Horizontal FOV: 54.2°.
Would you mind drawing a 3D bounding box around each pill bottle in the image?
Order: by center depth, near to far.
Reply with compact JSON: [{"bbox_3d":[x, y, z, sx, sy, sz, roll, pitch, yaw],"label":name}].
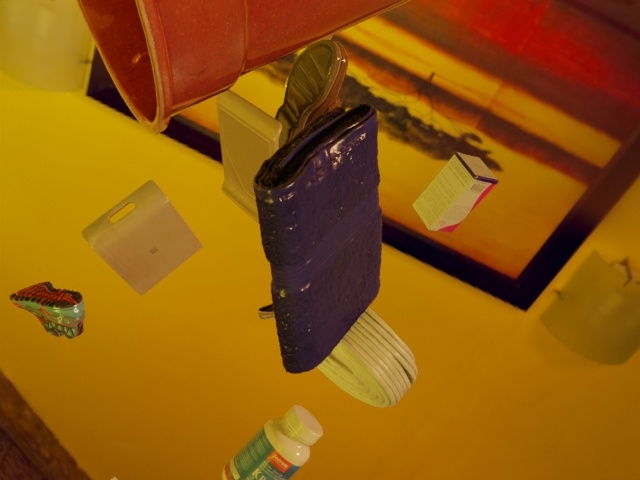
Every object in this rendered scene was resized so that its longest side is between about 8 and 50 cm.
[{"bbox_3d":[-0.102,0.473,1.385,0.124,0.221,0.124,42,-174,-5],"label":"pill bottle"}]

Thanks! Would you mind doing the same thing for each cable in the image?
[{"bbox_3d":[0.041,0.170,1.045,0.089,0.257,0.257,-47,-150,-18],"label":"cable"}]

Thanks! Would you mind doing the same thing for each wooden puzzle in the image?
[{"bbox_3d":[-0.140,-0.166,1.280,0.044,0.238,0.221,-20,-138,-32],"label":"wooden puzzle"}]

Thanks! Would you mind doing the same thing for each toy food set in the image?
[{"bbox_3d":[-0.463,-0.001,1.663,0.220,0.306,0.092,-39,-121,-10],"label":"toy food set"}]

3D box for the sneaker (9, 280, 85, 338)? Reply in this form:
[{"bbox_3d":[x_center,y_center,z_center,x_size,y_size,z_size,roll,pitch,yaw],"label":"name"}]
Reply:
[{"bbox_3d":[-0.685,0.184,1.566,0.262,0.125,0.104,10,-156,39],"label":"sneaker"}]

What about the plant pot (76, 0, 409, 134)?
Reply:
[{"bbox_3d":[-0.051,-0.251,0.466,0.265,0.272,0.272,-24,-124,-19],"label":"plant pot"}]

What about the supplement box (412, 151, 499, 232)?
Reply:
[{"bbox_3d":[0.391,-0.136,1.830,0.111,0.220,0.114,5,-137,-41],"label":"supplement box"}]

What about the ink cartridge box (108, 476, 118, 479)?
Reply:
[{"bbox_3d":[-0.339,0.408,0.963,0.048,0.028,0.083,55,-159,5],"label":"ink cartridge box"}]

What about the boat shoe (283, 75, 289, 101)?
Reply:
[{"bbox_3d":[-0.053,-0.330,1.742,0.116,0.319,0.099,0,-138,-1],"label":"boat shoe"}]

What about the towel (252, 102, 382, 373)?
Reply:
[{"bbox_3d":[0.000,0.000,0.813,0.076,0.308,0.228,19,-137,29],"label":"towel"}]

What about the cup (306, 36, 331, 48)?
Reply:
[{"bbox_3d":[-0.039,-0.663,1.521,0.331,0.237,0.331,42,179,1],"label":"cup"}]

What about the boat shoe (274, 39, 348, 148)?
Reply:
[{"bbox_3d":[-0.011,-0.302,1.325,0.105,0.307,0.110,-12,-114,-35],"label":"boat shoe"}]

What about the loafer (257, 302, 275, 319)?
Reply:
[{"bbox_3d":[-0.122,0.197,1.823,0.125,0.039,0.045,-18,-125,-2],"label":"loafer"}]
